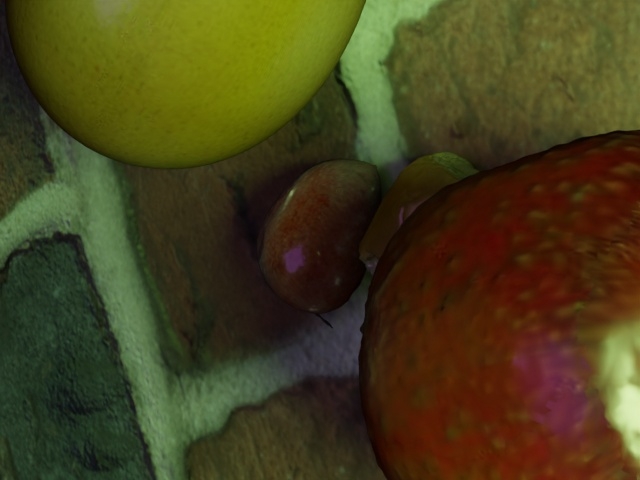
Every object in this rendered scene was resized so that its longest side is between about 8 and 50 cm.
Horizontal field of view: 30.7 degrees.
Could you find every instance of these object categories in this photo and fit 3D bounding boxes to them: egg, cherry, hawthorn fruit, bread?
[{"bbox_3d":[-0.090,-0.201,0.856,0.250,0.250,0.322,49,116,27],"label":"egg"},{"bbox_3d":[-0.005,-0.002,0.901,0.106,0.086,0.126,168,114,-71],"label":"cherry"},{"bbox_3d":[0.149,0.074,0.661,0.299,0.275,0.275,6,98,36],"label":"hawthorn fruit"},{"bbox_3d":[0.091,0.002,0.822,0.125,0.082,0.106,40,125,35],"label":"bread"}]
